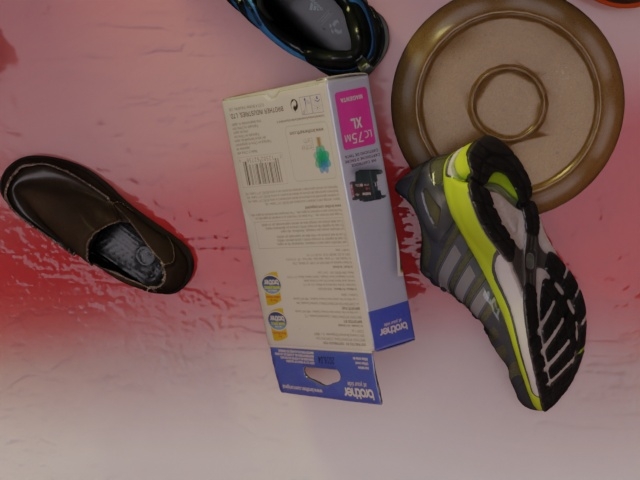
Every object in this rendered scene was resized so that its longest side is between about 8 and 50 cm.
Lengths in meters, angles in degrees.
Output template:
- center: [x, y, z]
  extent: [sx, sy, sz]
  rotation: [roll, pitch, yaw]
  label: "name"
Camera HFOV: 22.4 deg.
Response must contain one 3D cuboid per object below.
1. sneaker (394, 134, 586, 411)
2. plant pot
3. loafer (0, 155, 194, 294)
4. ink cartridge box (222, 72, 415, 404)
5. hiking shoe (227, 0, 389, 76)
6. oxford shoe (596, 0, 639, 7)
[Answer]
- center: [0.173, 0.036, 1.619]
  extent: [0.121, 0.111, 0.300]
  rotation: [-4, 115, 46]
  label: "sneaker"
- center: [0.188, -0.138, 1.627]
  extent: [0.236, 0.032, 0.236]
  rotation: [0, 96, 4]
  label: "plant pot"
- center: [-0.229, -0.017, 1.648]
  extent: [0.220, 0.078, 0.080]
  rotation: [28, 98, 0]
  label: "loafer"
- center: [0.000, 0.000, 1.587]
  extent: [0.065, 0.186, 0.311]
  rotation: [-12, 95, -35]
  label: "ink cartridge box"
- center: [-0.058, -0.272, 1.578]
  extent: [0.304, 0.132, 0.113]
  rotation: [35, 97, -1]
  label: "hiking shoe"
- center: [0.209, -0.375, 1.498]
  extent: [0.364, 0.130, 0.132]
  rotation: [43, 55, -34]
  label: "oxford shoe"
